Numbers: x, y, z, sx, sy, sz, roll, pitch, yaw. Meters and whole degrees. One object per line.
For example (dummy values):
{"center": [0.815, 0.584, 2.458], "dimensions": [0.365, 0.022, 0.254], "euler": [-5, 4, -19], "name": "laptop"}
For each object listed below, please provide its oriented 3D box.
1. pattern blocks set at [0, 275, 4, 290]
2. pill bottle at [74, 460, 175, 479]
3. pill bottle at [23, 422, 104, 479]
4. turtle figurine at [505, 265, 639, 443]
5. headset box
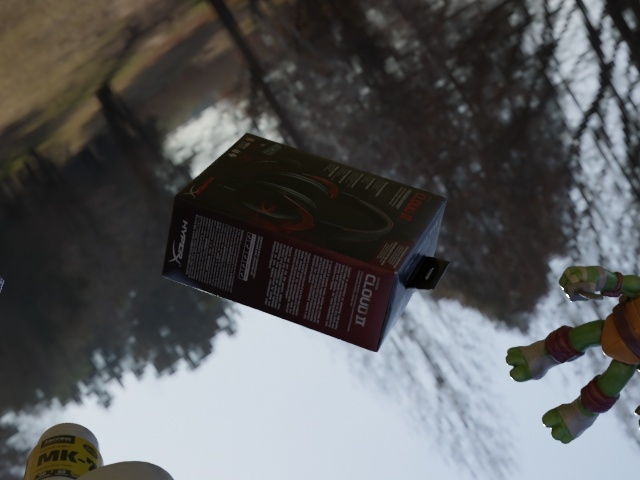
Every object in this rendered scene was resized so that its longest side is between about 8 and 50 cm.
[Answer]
{"center": [-0.429, 0.139, 1.330], "dimensions": [0.325, 0.026, 0.285], "euler": [-38, -161, 25], "name": "pattern blocks set"}
{"center": [-0.173, 0.447, 1.541], "dimensions": [0.224, 0.224, 0.392], "euler": [-33, -136, -8], "name": "pill bottle"}
{"center": [-0.383, 0.361, 2.004], "dimensions": [0.119, 0.119, 0.208], "euler": [-32, -161, 4], "name": "pill bottle"}
{"center": [0.327, 0.137, 1.574], "dimensions": [0.266, 0.198, 0.274], "euler": [-44, -164, 43], "name": "turtle figurine"}
{"center": [0.000, 0.000, 1.539], "dimensions": [0.218, 0.293, 0.110], "euler": [-50, 156, -58], "name": "headset box"}
